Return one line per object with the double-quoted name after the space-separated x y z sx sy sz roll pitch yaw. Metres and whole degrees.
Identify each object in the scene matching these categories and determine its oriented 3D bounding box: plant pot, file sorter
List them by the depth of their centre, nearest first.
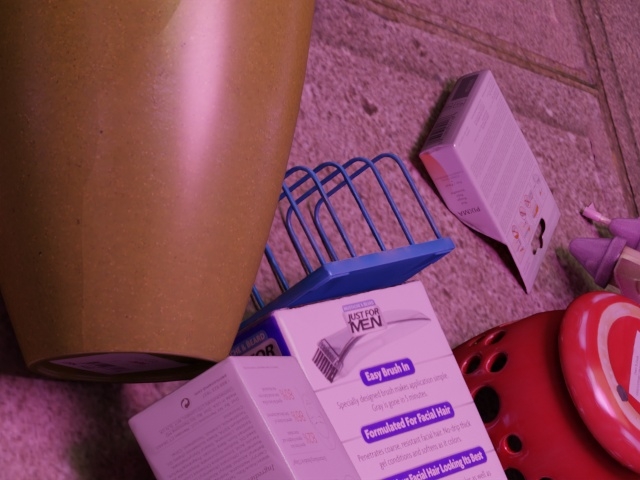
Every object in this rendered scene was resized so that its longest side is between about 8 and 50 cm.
-0.136 -0.053 1.335 0.275 0.275 0.293 11 72 -44 "plant pot"
0.000 0.000 1.535 0.170 0.118 0.104 -11 70 -51 "file sorter"
0.215 0.144 1.632 0.191 0.174 0.191 27 46 -32 "plant pot"

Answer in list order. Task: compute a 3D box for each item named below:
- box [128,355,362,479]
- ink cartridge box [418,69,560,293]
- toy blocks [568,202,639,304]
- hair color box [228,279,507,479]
-0.036 0.174 1.315 0.170 0.091 0.130 62 15 13 "box"
0.168 -0.055 1.841 0.179 0.045 0.145 63 32 -25 "ink cartridge box"
0.346 0.075 1.833 0.260 0.309 0.288 25 25 9 "toy blocks"
0.055 0.211 1.458 0.185 0.110 0.339 -9 74 -49 "hair color box"
